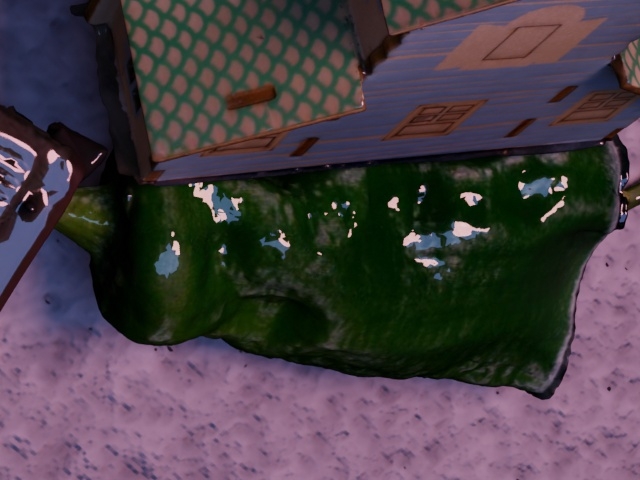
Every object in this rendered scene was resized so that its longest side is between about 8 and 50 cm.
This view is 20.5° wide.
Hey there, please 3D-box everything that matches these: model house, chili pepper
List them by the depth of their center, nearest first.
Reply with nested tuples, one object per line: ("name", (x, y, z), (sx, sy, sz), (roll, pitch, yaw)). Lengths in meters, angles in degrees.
("model house", (0.049, -0.129, 0.681), (0.271, 0.206, 0.178), (-3, 75, -22))
("chili pepper", (0.000, 0.000, 0.794), (0.270, 0.099, 0.136), (3, 127, -27))

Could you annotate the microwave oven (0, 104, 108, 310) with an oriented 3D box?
("microwave oven", (-0.239, -0.030, 0.648), (0.247, 0.188, 0.178), (34, 86, -21))

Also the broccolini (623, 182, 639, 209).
("broccolini", (0.176, -0.028, 0.893), (0.140, 0.030, 0.035), (-27, 149, -7))
